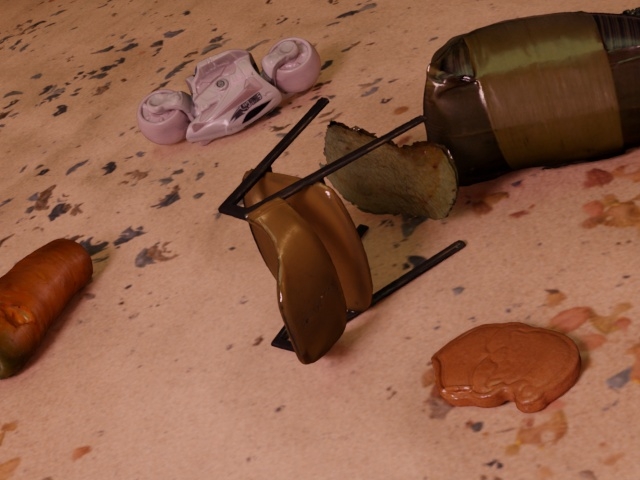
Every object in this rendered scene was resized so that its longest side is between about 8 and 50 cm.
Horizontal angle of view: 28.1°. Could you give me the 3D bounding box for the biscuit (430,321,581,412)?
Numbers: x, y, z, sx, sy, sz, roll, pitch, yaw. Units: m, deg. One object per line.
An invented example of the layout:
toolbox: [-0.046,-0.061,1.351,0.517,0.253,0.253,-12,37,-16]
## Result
biscuit: [0.150,0.102,1.052,0.130,0.019,0.102,5,37,41]

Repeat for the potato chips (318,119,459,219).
potato chips: [0.060,-0.073,1.297,0.026,0.142,0.209,-46,12,-26]

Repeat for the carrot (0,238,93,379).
carrot: [-0.317,0.067,1.360,0.087,0.087,0.193,-8,32,23]

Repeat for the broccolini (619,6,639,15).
broccolini: [0.314,-0.223,1.490,0.091,0.068,0.203,-26,10,-35]

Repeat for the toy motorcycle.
toy motorcycle: [-0.116,-0.185,1.666,0.254,0.112,0.112,-21,28,1]

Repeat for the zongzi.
zongzi: [0.252,-0.187,1.364,0.289,0.154,0.317,-8,24,8]

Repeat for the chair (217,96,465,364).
chair: [0.000,0.000,1.184,0.172,0.158,0.247,15,43,44]
